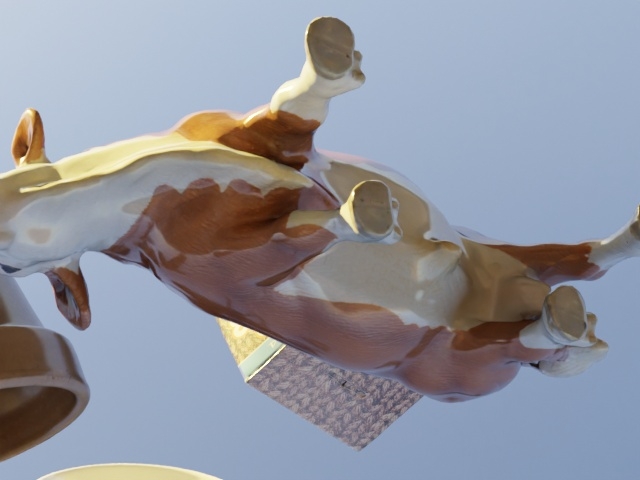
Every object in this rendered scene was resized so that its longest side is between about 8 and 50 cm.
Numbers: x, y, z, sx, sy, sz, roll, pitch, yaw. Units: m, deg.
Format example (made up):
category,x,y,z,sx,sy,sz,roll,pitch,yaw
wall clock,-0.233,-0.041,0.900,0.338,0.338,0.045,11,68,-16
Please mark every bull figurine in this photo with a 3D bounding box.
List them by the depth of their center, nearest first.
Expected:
category,x,y,z,sx,sy,sz,roll,pitch,yaw
bull figurine,0.000,0.000,0.479,0.310,0.188,0.101,19,-112,-31

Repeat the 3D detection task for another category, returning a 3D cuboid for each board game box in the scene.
category,x,y,z,sx,sy,sz,roll,pitch,yaw
board game box,-0.020,0.084,1.356,0.141,0.232,0.291,-43,-138,9

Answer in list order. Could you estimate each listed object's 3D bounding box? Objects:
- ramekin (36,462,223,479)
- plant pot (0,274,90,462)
category,x,y,z,sx,sy,sz,roll,pitch,yaw
ramekin,-0.236,0.386,1.364,0.277,0.135,0.277,5,-177,0
plant pot,-0.364,0.080,0.974,0.263,0.263,0.229,-16,-111,-14
